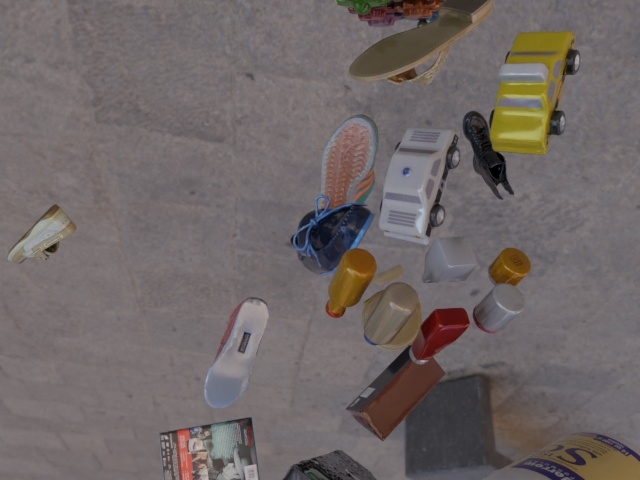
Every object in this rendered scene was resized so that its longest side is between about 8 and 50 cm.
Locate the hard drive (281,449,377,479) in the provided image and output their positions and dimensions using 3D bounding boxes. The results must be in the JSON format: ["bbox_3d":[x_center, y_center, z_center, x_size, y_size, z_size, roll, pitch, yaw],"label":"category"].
[{"bbox_3d":[0.079,0.312,0.599,0.236,0.064,0.339,32,169,16],"label":"hard drive"}]

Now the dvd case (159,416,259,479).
[{"bbox_3d":[-0.141,0.280,0.759,0.119,0.087,0.013,-8,170,-11],"label":"dvd case"}]

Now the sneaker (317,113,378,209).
[{"bbox_3d":[0.067,-0.156,1.294,0.108,0.121,0.302,26,134,11],"label":"sneaker"}]

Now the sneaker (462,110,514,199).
[{"bbox_3d":[0.333,-0.169,1.170,0.051,0.089,0.170,-23,118,-4],"label":"sneaker"}]

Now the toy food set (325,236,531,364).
[{"bbox_3d":[0.128,0.072,0.682,0.232,0.111,0.105,-3,146,-20],"label":"toy food set"}]

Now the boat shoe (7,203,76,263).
[{"bbox_3d":[-0.372,0.003,0.789,0.135,0.050,0.045,-30,116,38],"label":"boat shoe"}]

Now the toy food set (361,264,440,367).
[{"bbox_3d":[0.146,0.159,1.187,0.132,0.192,0.038,-21,169,-12],"label":"toy food set"}]

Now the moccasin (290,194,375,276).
[{"bbox_3d":[0.000,0.000,1.163,0.116,0.138,0.342,37,157,-4],"label":"moccasin"}]

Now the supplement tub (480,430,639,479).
[{"bbox_3d":[0.374,0.452,0.917,0.331,0.241,0.241,-5,153,-38],"label":"supplement tub"}]

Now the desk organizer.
[{"bbox_3d":[0.101,0.200,0.786,0.050,0.130,0.047,52,158,-5],"label":"desk organizer"}]

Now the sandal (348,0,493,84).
[{"bbox_3d":[0.151,-0.255,0.820,0.240,0.088,0.079,-38,137,-14],"label":"sandal"}]

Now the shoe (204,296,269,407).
[{"bbox_3d":[-0.130,0.172,0.936,0.063,0.178,0.081,23,175,-8],"label":"shoe"}]

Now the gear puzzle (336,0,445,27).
[{"bbox_3d":[0.119,-0.386,0.977,0.175,0.339,0.044,3,102,17],"label":"gear puzzle"}]

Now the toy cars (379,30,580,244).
[{"bbox_3d":[0.217,-0.159,0.867,0.393,0.177,0.087,-40,147,17],"label":"toy cars"}]
